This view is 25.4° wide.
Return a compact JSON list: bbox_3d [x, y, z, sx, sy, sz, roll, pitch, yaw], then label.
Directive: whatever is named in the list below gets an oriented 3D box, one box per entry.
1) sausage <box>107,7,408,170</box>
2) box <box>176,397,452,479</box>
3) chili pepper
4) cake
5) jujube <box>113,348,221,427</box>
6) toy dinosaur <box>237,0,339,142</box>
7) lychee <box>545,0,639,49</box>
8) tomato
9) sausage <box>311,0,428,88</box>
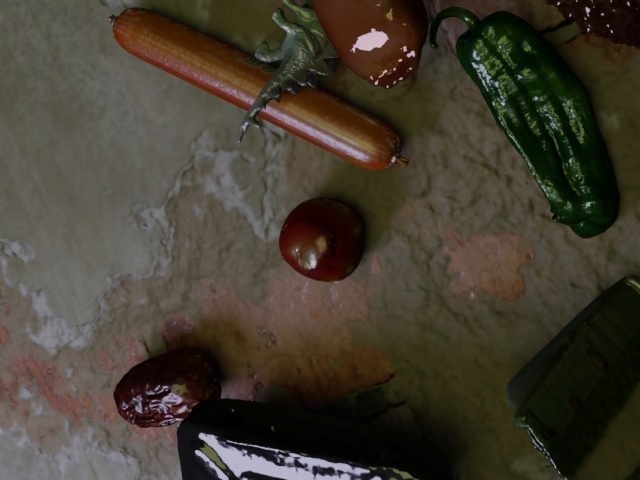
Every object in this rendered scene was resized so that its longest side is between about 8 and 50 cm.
[{"bbox_3d":[-0.065,-0.153,1.411,0.348,0.053,0.053,27,110,14],"label":"sausage"},{"bbox_3d":[-0.004,0.306,1.442,0.290,0.073,0.288,9,120,25],"label":"box"},{"bbox_3d":[0.199,-0.115,1.305,0.100,0.074,0.257,-32,95,7],"label":"chili pepper"},{"bbox_3d":[0.226,0.182,1.261,0.158,0.283,0.172,46,127,6],"label":"cake"},{"bbox_3d":[-0.165,0.158,1.508,0.129,0.077,0.077,-17,95,34],"label":"jujube"},{"bbox_3d":[-0.022,-0.182,1.365,0.082,0.039,0.209,30,83,6],"label":"toy dinosaur"},{"bbox_3d":[0.278,-0.247,1.203,0.188,0.188,0.188,4,103,20],"label":"lychee"},{"bbox_3d":[0.000,0.000,1.408,0.087,0.075,0.087,6,106,23],"label":"tomato"},{"bbox_3d":[-0.001,-0.299,1.323,0.097,0.094,0.348,-39,81,45],"label":"sausage"}]
